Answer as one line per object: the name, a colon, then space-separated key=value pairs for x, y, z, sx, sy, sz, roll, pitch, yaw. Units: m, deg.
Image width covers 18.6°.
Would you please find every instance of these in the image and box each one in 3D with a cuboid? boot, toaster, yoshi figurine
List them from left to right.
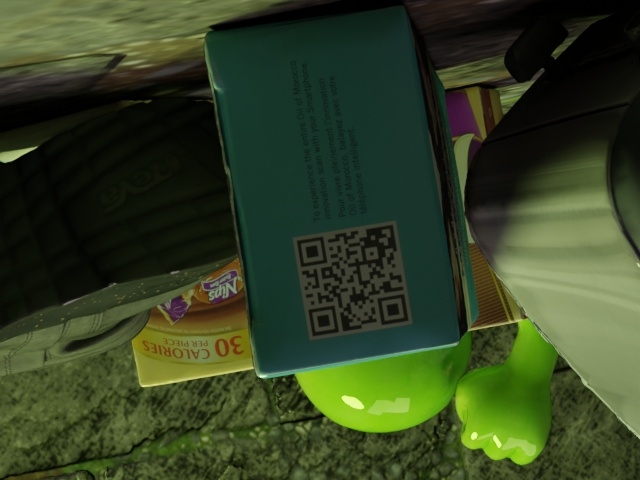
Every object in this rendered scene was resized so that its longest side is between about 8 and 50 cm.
boot: x=-0.145 y=0.027 z=0.679 sx=0.246 sy=0.083 sz=0.161 roll=-10 pitch=163 yaw=-31
yoshi figurine: x=0.124 y=0.022 z=1.149 sx=0.362 sy=0.203 sz=0.203 roll=-8 pitch=-175 yaw=6
toaster: x=0.154 y=0.010 z=0.657 sx=0.129 sy=0.227 sz=0.146 roll=-48 pitch=-163 yaw=-15

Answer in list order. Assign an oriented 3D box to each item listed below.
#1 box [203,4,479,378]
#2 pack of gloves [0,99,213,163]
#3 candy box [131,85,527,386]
box: x=0.015 y=-0.013 z=0.665 sx=0.060 sy=0.101 sz=0.244 roll=-9 pitch=179 yaw=6
pack of gloves: x=-0.119 y=-0.014 z=0.812 sx=0.232 sy=0.046 sz=0.195 roll=-11 pitch=179 yaw=28
candy box: x=0.000 y=0.000 z=0.912 sx=0.186 sy=0.109 sz=0.053 roll=-10 pitch=178 yaw=17
